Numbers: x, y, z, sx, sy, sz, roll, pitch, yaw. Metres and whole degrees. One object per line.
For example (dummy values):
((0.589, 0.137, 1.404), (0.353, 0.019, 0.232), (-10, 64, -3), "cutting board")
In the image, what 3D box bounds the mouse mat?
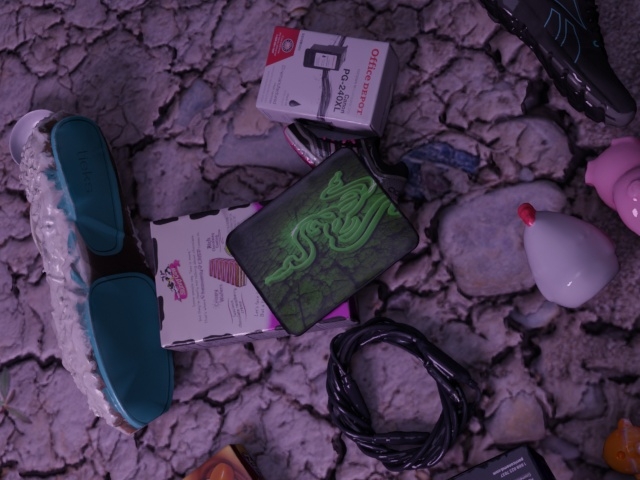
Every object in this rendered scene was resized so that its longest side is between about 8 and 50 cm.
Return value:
((0.000, 0.000, 1.264), (0.190, 0.007, 0.152), (-37, 73, 2), "mouse mat")

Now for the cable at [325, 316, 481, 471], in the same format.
((0.082, 0.175, 1.267), (0.184, 0.047, 0.150), (36, 94, 15), "cable")

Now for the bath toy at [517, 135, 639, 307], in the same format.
((0.357, -0.075, 1.195), (0.348, 0.151, 0.129), (-43, 84, 13), "bath toy")

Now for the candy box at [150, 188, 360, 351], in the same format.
((-0.079, 0.039, 1.315), (0.234, 0.071, 0.159), (-9, 77, 11), "candy box")

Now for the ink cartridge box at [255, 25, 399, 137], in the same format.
((0.010, -0.194, 1.344), (0.151, 0.063, 0.109), (11, 82, 16), "ink cartridge box")

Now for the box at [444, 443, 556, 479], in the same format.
((0.195, 0.291, 0.989), (0.103, 0.261, 0.184), (-26, 72, 7), "box")

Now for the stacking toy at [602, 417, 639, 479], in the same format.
((0.439, 0.190, 1.128), (0.302, 0.166, 0.175), (-19, 86, 21), "stacking toy")

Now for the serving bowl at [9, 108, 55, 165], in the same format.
((-0.366, -0.129, 1.444), (0.083, 0.027, 0.083), (-3, 79, 14), "serving bowl")

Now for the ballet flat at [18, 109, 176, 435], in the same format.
((-0.283, 0.043, 1.348), (0.147, 0.147, 0.408), (-17, 79, 10), "ballet flat")

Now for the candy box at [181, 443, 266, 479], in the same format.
((-0.142, 0.336, 1.283), (0.187, 0.053, 0.109), (-39, 73, 5), "candy box")

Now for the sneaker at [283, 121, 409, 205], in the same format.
((0.035, -0.102, 1.321), (0.170, 0.063, 0.074), (34, 89, 13), "sneaker")

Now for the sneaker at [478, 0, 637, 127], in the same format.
((0.285, -0.248, 1.267), (0.106, 0.101, 0.267), (-37, 73, 2), "sneaker")
